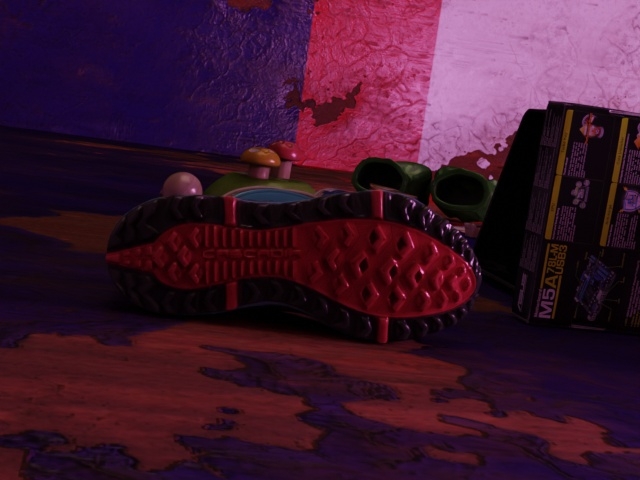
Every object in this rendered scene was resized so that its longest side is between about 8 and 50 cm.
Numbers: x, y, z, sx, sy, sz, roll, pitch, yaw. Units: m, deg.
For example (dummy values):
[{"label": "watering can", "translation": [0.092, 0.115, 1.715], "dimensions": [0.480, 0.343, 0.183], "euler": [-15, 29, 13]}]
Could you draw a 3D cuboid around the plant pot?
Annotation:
[{"label": "plant pot", "translation": [0.286, -0.019, 1.088], "dimensions": [0.167, 0.188, 0.187], "euler": [20, 4, -11]}]

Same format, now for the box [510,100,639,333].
[{"label": "box", "translation": [0.270, -0.014, 0.898], "dimensions": [0.184, 0.190, 0.045], "euler": [6, 9, -10]}]

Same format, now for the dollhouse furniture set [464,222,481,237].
[{"label": "dollhouse furniture set", "translation": [0.294, -0.037, 1.600], "dimensions": [0.114, 0.081, 0.091], "euler": [2, 9, -41]}]

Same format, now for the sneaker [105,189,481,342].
[{"label": "sneaker", "translation": [-0.016, 0.006, 0.757], "dimensions": [0.262, 0.104, 0.125], "euler": [8, 4, -4]}]

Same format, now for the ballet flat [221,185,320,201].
[{"label": "ballet flat", "translation": [0.000, 0.000, 1.004], "dimensions": [0.249, 0.086, 0.086], "euler": [6, 7, -28]}]

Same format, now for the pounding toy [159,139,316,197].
[{"label": "pounding toy", "translation": [-0.098, -0.089, 1.442], "dimensions": [0.237, 0.110, 0.183], "euler": [7, 6, -11]}]

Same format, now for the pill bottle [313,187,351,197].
[{"label": "pill bottle", "translation": [0.036, -0.022, 1.214], "dimensions": [0.067, 0.067, 0.120], "euler": [4, 7, -30]}]

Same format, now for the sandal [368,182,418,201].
[{"label": "sandal", "translation": [0.127, -0.054, 1.727], "dimensions": [0.072, 0.049, 0.180], "euler": [16, -6, 20]}]

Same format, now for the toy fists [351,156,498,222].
[{"label": "toy fists", "translation": [0.198, -0.092, 1.864], "dimensions": [0.279, 0.096, 0.142], "euler": [9, -9, 23]}]
